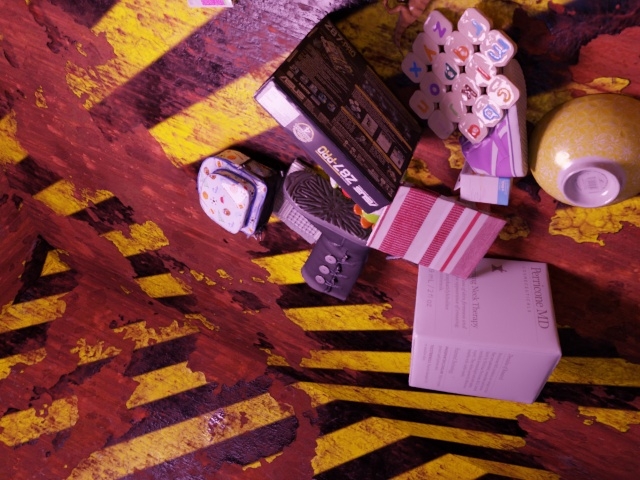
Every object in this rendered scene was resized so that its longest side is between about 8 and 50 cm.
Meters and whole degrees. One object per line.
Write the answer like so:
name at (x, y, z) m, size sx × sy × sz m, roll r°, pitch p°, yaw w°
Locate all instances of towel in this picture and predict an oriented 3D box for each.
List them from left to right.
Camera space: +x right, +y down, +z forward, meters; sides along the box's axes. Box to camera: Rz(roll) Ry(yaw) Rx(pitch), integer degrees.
towel at (-0.034, -0.108, 1.686) m, size 0.312 × 0.056 × 0.324 m, roll 35°, pitch 144°, yaw -8°
towel at (0.325, -0.024, 1.354) m, size 0.328 × 0.037 × 0.237 m, roll 19°, pitch 126°, yaw -6°

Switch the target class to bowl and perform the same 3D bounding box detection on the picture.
bowl at (0.623, -0.168, 1.088) m, size 0.289 × 0.156 × 0.290 m, roll 18°, pitch 143°, yaw 14°

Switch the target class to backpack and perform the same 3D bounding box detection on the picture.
backpack at (-0.294, -0.170, 1.615) m, size 0.263 × 0.213 × 0.277 m, roll 35°, pitch 122°, yaw 17°

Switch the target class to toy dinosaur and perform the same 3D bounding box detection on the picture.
toy dinosaur at (0.192, -0.505, 1.050) m, size 0.112 × 0.064 × 0.211 m, roll 34°, pitch 144°, yaw -9°

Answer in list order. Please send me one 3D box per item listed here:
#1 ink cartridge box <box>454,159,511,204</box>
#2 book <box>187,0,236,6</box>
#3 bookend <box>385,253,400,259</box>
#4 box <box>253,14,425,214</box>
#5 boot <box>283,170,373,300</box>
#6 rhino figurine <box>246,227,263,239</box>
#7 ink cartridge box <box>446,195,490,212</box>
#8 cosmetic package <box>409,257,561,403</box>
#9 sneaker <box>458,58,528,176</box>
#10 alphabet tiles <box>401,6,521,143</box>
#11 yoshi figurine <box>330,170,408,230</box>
ink cartridge box at (0.437, -0.165, 1.269) m, size 0.143 × 0.092 × 0.090 m, roll 10°, pitch 139°, yaw 24°
book at (-0.295, -0.654, 1.224) m, size 0.144 × 0.035 × 0.096 m, roll 12°, pitch 144°, yaw 22°
bookend at (0.263, -0.018, 1.580) m, size 0.156 × 0.072 × 0.157 m, roll -7°, pitch 130°, yaw 39°
box at (0.067, -0.308, 1.154) m, size 0.395 × 0.318 × 0.097 m, roll 42°, pitch 143°, yaw -19°
boot at (0.001, 0.001, 1.658) m, size 0.366 × 0.146 × 0.445 m, roll 37°, pitch 152°, yaw 10°
rhino figurine at (-0.277, -0.087, 1.829) m, size 0.073 × 0.106 × 0.243 m, roll 7°, pitch 139°, yaw 28°
ink cartridge box at (0.393, -0.067, 1.388) m, size 0.197 × 0.067 × 0.116 m, roll -5°, pitch 125°, yaw 17°
cosmetic package at (0.495, 0.275, 1.506) m, size 0.392 × 0.330 × 0.328 m, roll 4°, pitch 138°, yaw 12°
sneaker at (0.402, -0.279, 1.128) m, size 0.160 × 0.102 × 0.283 m, roll 8°, pitch 126°, yaw 35°
alphabet tiles at (0.315, -0.372, 1.086) m, size 0.278 × 0.021 × 0.284 m, roll 50°, pitch 146°, yaw 13°
yoshi figurine at (0.155, -0.188, 1.409) m, size 0.202 × 0.204 × 0.362 m, roll -32°, pitch 104°, yaw 14°
